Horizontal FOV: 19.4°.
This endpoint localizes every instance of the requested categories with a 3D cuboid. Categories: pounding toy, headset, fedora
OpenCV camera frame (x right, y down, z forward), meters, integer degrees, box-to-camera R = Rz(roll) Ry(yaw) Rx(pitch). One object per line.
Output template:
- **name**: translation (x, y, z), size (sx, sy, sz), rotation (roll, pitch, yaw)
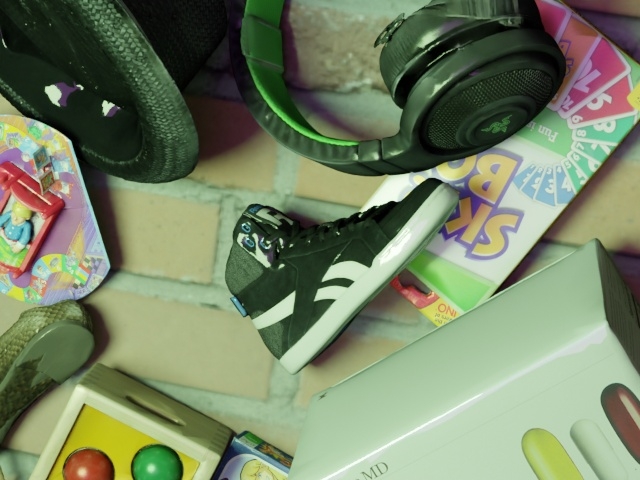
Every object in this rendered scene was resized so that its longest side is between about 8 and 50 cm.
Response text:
- **pounding toy**: translation (-0.201, 0.211, 1.507), size (0.181, 0.094, 0.206), rotation (27, 100, -1)
- **headset**: translation (0.094, -0.189, 1.354), size (0.394, 0.185, 0.243), rotation (-12, 74, 28)
- **fedora**: translation (-0.181, -0.205, 1.432), size (0.334, 0.334, 0.152), rotation (39, 68, 8)

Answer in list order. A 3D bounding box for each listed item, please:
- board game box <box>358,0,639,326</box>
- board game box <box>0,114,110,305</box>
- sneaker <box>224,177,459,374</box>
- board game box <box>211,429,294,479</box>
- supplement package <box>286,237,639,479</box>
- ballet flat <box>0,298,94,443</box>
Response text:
- **board game box**: translation (0.137, -0.057, 1.454), size (0.124, 0.039, 0.259), rotation (41, 105, 9)
- **board game box**: translation (-0.248, -0.017, 1.517), size (0.133, 0.033, 0.168), rotation (-5, 111, 26)
- **sneaker**: translation (0.000, 0.000, 1.440), size (0.121, 0.079, 0.217), rotation (46, 123, 5)
- **board game box**: translation (-0.053, 0.274, 1.521), size (0.136, 0.035, 0.201), rotation (28, 100, 10)
- **supplement package**: translation (0.128, 0.145, 1.369), size (0.262, 0.204, 0.145), rotation (-31, 101, 14)
- **ballet flat**: translation (-0.286, 0.131, 1.557), size (0.250, 0.084, 0.058), rotation (-42, 44, 15)
